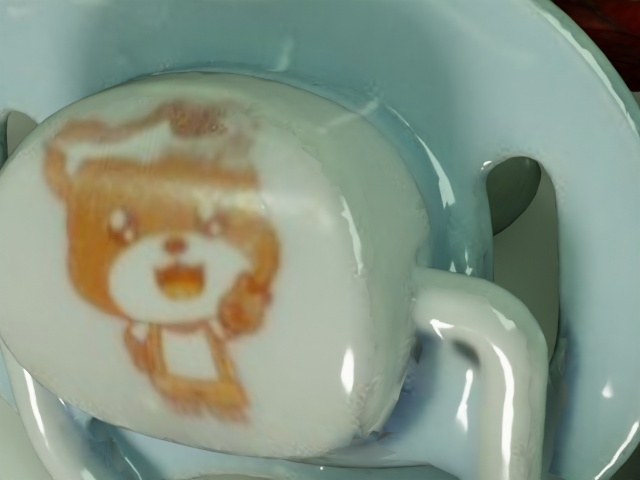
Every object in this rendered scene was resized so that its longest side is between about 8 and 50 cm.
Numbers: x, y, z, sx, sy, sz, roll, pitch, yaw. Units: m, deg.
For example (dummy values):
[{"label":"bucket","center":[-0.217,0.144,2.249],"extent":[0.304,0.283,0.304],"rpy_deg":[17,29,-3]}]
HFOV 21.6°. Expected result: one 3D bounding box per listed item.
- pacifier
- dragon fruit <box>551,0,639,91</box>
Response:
[{"label":"pacifier","center":[0.000,0.000,0.581],"extent":[0.279,0.227,0.207],"rpy_deg":[7,24,26]},{"label":"dragon fruit","center":[0.052,-0.131,0.595],"extent":[0.152,0.205,0.317],"rpy_deg":[-39,82,-21]}]
